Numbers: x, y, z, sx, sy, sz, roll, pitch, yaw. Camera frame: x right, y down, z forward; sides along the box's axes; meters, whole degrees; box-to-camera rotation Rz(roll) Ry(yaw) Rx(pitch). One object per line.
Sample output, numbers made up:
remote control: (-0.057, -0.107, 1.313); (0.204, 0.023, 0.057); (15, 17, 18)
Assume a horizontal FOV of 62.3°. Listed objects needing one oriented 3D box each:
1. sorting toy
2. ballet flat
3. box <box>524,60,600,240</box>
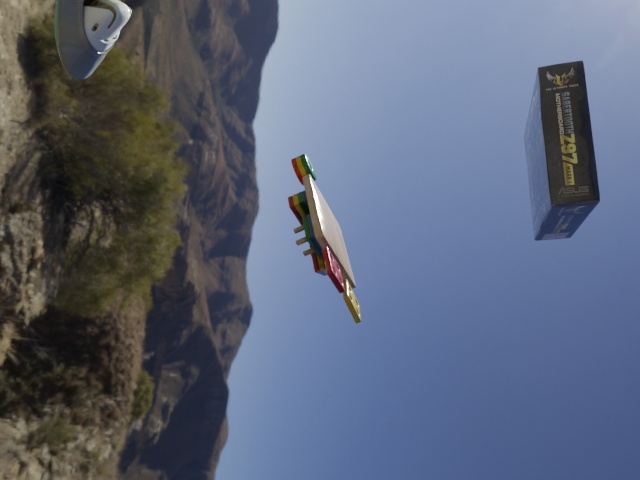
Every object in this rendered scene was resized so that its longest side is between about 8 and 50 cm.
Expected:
sorting toy: (0.000, 0.000, 0.785); (0.132, 0.046, 0.275); (57, 14, -45)
ballet flat: (-0.223, -0.259, 0.535); (0.072, 0.068, 0.213); (-51, 162, -58)
box: (0.329, -0.110, 0.741); (0.232, 0.059, 0.183); (36, 51, -70)
